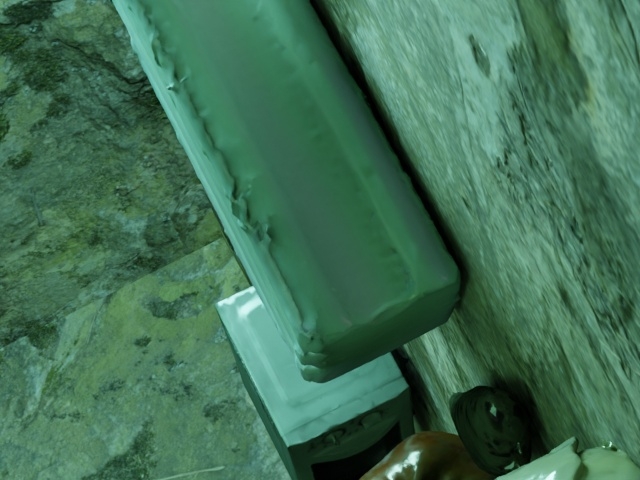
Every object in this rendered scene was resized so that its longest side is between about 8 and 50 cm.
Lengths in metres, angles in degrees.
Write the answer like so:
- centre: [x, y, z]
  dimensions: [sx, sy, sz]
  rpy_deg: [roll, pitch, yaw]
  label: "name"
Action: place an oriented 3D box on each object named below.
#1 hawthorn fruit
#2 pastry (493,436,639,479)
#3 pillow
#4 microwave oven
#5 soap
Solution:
- centre: [0.135, 0.302, 1.762]
  dimensions: [0.199, 0.199, 0.251]
  rpy_deg: [59, -174, 32]
  label: "hawthorn fruit"
- centre: [0.206, 0.268, 1.235]
  dimensions: [0.265, 0.133, 0.265]
  rpy_deg: [61, 178, 4]
  label: "pastry"
- centre: [0.155, 0.175, 1.595]
  dimensions: [0.241, 0.051, 0.093]
  rpy_deg: [133, 115, -82]
  label: "pillow"
- centre: [0.009, 0.176, 2.210]
  dimensions: [0.295, 0.181, 0.237]
  rpy_deg: [78, 166, -66]
  label: "microwave oven"
- centre: [-0.045, -0.099, 1.625]
  dimensions: [0.446, 0.156, 0.261]
  rpy_deg: [61, 174, 14]
  label: "soap"
